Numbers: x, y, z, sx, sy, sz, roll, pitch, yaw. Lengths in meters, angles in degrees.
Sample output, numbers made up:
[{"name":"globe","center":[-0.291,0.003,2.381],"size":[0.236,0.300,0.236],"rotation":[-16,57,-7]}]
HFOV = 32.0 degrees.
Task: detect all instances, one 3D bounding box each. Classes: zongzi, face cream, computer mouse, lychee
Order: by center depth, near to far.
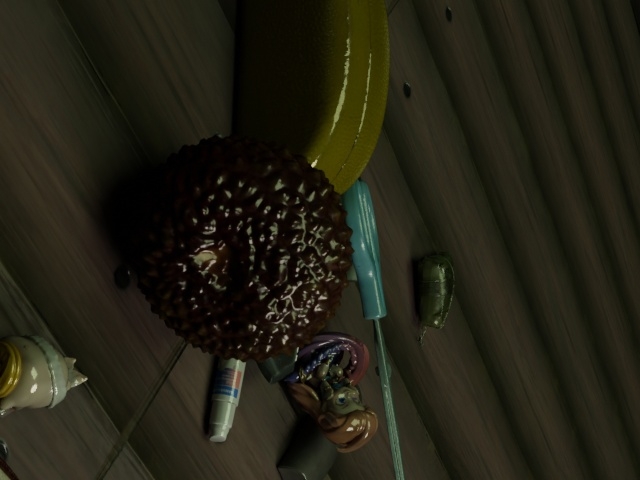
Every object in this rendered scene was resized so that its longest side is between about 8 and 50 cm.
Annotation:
[{"name":"lychee","center":[-0.085,-0.004,1.236],"size":[0.271,0.271,0.271],"rotation":[13,75,-58]},{"name":"face cream","center":[-0.112,0.177,1.344],"size":[0.034,0.034,0.130],"rotation":[38,55,-51]},{"name":"computer mouse","center":[-0.052,0.065,1.399],"size":[0.126,0.071,0.231],"rotation":[97,0,-84]},{"name":"zongzi","center":[0.198,0.098,1.859],"size":[0.130,0.062,0.154],"rotation":[-18,107,-71]}]

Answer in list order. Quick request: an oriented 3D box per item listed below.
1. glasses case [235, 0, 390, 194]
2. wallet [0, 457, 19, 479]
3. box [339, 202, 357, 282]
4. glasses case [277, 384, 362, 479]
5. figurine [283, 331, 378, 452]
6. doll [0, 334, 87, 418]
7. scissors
[{"name":"glasses case","center":[-0.004,-0.233,1.443],"size":[0.141,0.173,0.371],"rotation":[16,73,-54]},{"name":"wallet","center":[-0.299,0.331,0.990],"size":[0.335,0.068,0.275],"rotation":[56,37,-29]},{"name":"box","center":[0.000,0.000,1.553],"size":[0.177,0.036,0.115],"rotation":[5,82,-59]},{"name":"glasses case","center":[0.004,0.271,1.522],"size":[0.190,0.042,0.072],"rotation":[-55,139,-47]},{"name":"figurine","center":[0.018,0.205,1.471],"size":[0.126,0.114,0.157],"rotation":[2,66,-43]},{"name":"doll","center":[-0.279,0.132,1.050],"size":[0.127,0.073,0.084],"rotation":[18,104,-53]},{"name":"scissors","center":[0.080,0.136,1.518],"size":[0.192,0.029,0.447],"rotation":[9,72,-82]}]
